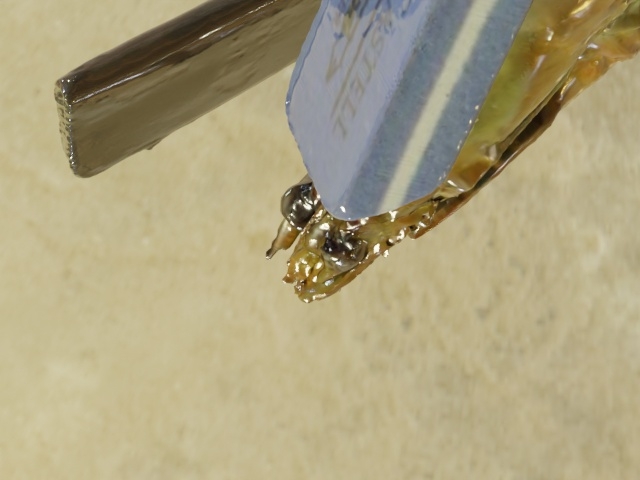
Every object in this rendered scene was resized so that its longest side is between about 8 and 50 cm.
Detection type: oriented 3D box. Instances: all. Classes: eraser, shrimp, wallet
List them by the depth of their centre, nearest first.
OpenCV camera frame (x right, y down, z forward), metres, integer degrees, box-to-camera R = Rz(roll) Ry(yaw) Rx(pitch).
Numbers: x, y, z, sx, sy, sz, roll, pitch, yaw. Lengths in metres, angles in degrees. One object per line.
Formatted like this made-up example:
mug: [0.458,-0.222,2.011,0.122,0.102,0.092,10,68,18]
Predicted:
eraser: [0.050,-0.113,0.654,0.036,0.082,0.225,9,123,-24]
shrimp: [0.073,-0.066,0.785,0.061,0.145,0.267,49,114,19]
wallet: [-0.074,-0.158,1.578,0.309,0.165,0.042,-31,77,-15]
